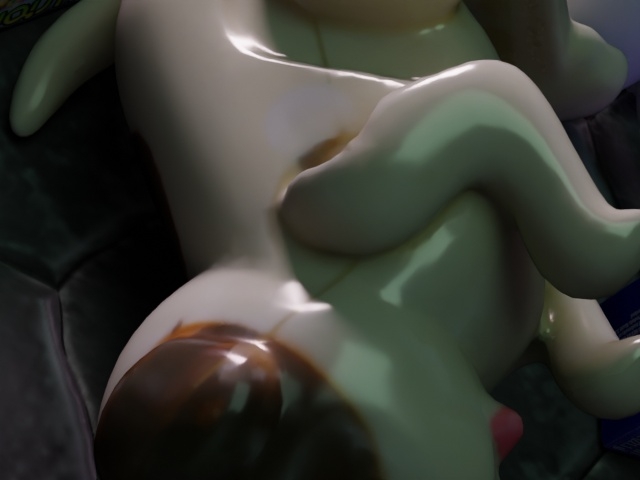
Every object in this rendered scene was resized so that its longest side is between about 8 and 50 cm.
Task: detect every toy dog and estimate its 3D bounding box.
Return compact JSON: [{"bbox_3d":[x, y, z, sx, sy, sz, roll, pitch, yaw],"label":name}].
[{"bbox_3d":[0.000,0.000,0.957,0.395,0.284,0.408,6,61,3],"label":"toy dog"}]

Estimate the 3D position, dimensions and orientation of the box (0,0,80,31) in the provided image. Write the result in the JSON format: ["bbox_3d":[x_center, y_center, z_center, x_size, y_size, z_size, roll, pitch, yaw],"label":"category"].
[{"bbox_3d":[-0.176,-0.170,1.066,0.207,0.114,0.036,-29,80,-40],"label":"box"}]

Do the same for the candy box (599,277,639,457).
[{"bbox_3d":[0.385,0.084,1.161,0.317,0.268,0.122,18,57,-22],"label":"candy box"}]

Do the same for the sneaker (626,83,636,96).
[{"bbox_3d":[0.293,-0.117,1.355,0.121,0.099,0.262,-36,77,-34],"label":"sneaker"}]

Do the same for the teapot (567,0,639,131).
[{"bbox_3d":[0.131,-0.170,1.225,0.256,0.187,0.252,35,23,25],"label":"teapot"}]
